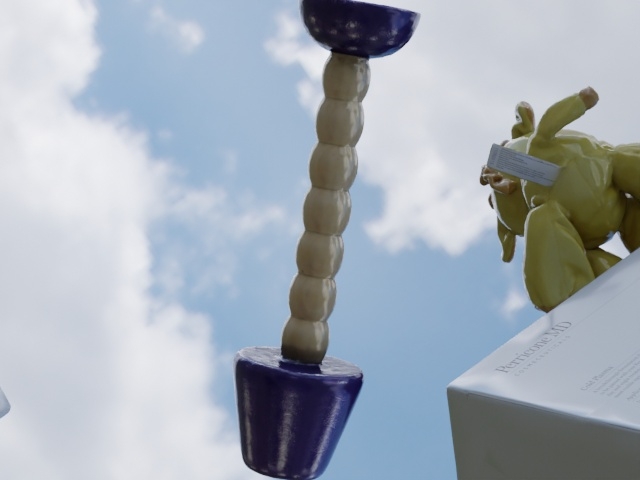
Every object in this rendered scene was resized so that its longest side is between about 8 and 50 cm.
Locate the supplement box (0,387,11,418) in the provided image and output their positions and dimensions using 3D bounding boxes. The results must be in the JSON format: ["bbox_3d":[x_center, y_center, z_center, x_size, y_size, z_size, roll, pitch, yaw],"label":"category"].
[{"bbox_3d":[-0.193,0.046,0.537,0.114,0.220,0.111,-31,-91,12],"label":"supplement box"}]

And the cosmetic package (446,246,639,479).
[{"bbox_3d":[0.309,0.084,1.246,0.284,0.377,0.097,13,-60,39],"label":"cosmetic package"}]

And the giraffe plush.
[{"bbox_3d":[0.202,-0.031,1.530,0.210,0.181,0.170,35,-2,-14],"label":"giraffe plush"}]

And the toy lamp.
[{"bbox_3d":[0.000,0.000,1.061,0.080,0.080,0.274,14,-83,37],"label":"toy lamp"}]
